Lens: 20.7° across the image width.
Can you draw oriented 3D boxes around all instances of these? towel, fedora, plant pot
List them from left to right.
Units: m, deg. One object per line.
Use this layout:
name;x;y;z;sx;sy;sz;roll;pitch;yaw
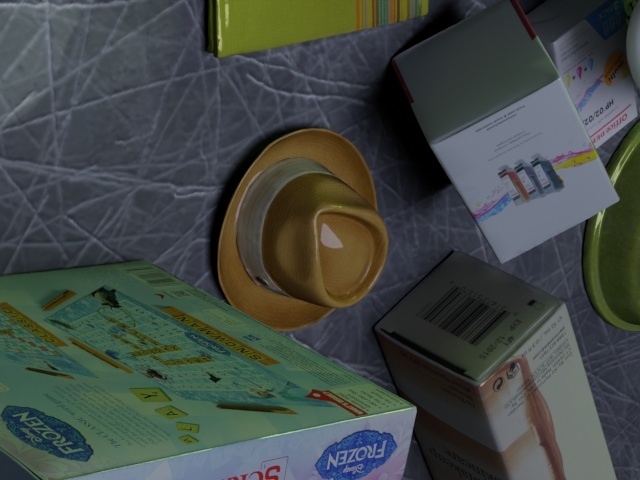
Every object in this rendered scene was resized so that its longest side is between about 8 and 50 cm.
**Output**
fedora;0.000;0.000;1.507;0.194;0.079;0.194;-20;121;-38
towel;0.001;-0.220;1.453;0.237;0.021;0.102;-17;114;-38
plant pot;0.462;0.008;1.845;0.276;0.254;0.276;-21;122;-37

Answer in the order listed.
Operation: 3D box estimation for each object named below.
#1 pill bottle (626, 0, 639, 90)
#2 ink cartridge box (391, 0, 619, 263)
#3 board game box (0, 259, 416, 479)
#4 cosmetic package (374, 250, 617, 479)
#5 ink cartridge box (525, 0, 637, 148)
pill bottle;0.375;-0.192;1.660;0.278;0.162;0.162;-37;142;-75
ink cartridge box;0.166;-0.096;1.562;0.127;0.128;0.176;-28;135;6
board game box;-0.155;0.106;1.224;0.318;0.319;0.065;-6;112;-43
cosmetic package;0.178;0.174;1.716;0.129;0.153;0.296;-42;131;-22
ink cartridge box;0.250;-0.147;1.702;0.104;0.062;0.181;-37;131;-27
